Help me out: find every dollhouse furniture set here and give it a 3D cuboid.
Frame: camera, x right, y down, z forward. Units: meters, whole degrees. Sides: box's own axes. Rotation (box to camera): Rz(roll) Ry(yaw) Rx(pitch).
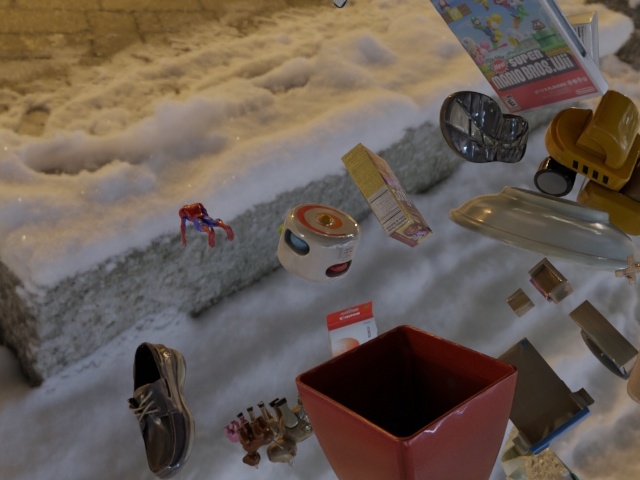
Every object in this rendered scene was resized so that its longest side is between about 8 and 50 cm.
[{"bbox_3d":[0.463,0.257,1.375,0.286,0.303,0.198,53,9,32],"label":"dollhouse furniture set"}]

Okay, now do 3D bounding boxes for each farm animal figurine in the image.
[{"bbox_3d":[-0.090,0.510,1.779,0.327,0.330,0.172,-30,88,-5],"label":"farm animal figurine"}]

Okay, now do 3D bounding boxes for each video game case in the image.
[{"bbox_3d":[0.328,-0.339,1.108,0.285,0.204,0.025,47,69,-21],"label":"video game case"}]

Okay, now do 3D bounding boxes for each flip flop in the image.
[{"bbox_3d":[0.279,-0.193,1.147,0.080,0.112,0.277,21,14,38],"label":"flip flop"}]

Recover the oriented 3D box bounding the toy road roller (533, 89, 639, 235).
[{"bbox_3d":[0.680,-0.192,1.519,0.329,0.240,0.202,29,61,9],"label":"toy road roller"}]

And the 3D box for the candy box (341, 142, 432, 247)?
[{"bbox_3d":[0.121,-0.082,1.200,0.109,0.053,0.186,21,36,-57],"label":"candy box"}]

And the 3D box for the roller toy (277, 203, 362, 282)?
[{"bbox_3d":[0.000,0.000,1.630,0.209,0.146,0.191,13,30,-7],"label":"roller toy"}]

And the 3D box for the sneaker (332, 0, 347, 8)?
[{"bbox_3d":[0.030,-0.394,1.012,0.032,0.083,0.037,3,45,1],"label":"sneaker"}]

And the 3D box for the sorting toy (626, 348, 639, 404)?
[{"bbox_3d":[0.470,0.141,0.752,0.208,0.038,0.193,28,75,1],"label":"sorting toy"}]

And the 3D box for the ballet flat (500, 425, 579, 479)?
[{"bbox_3d":[0.477,0.505,1.494,0.147,0.147,0.409,21,3,5],"label":"ballet flat"}]

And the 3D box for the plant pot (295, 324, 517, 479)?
[{"bbox_3d":[0.151,0.327,1.112,0.267,0.235,0.267,-20,21,-34],"label":"plant pot"}]

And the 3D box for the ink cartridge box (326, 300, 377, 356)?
[{"bbox_3d":[0.094,0.260,1.920,0.145,0.179,0.045,-16,53,-9],"label":"ink cartridge box"}]

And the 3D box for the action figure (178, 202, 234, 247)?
[{"bbox_3d":[-0.347,-0.024,1.951,0.091,0.139,0.280,-19,32,-26],"label":"action figure"}]

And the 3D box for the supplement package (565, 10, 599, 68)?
[{"bbox_3d":[0.550,-0.445,1.572,0.203,0.149,0.194,-1,24,28],"label":"supplement package"}]

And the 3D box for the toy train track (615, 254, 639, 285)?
[{"bbox_3d":[0.475,0.041,0.960,0.083,0.048,0.014,-13,18,2],"label":"toy train track"}]

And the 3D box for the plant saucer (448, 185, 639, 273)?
[{"bbox_3d":[0.471,-0.039,1.355,0.400,0.100,0.400,14,11,-3],"label":"plant saucer"}]

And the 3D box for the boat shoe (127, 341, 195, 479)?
[{"bbox_3d":[-0.388,0.386,1.528,0.130,0.132,0.355,40,18,-39],"label":"boat shoe"}]
